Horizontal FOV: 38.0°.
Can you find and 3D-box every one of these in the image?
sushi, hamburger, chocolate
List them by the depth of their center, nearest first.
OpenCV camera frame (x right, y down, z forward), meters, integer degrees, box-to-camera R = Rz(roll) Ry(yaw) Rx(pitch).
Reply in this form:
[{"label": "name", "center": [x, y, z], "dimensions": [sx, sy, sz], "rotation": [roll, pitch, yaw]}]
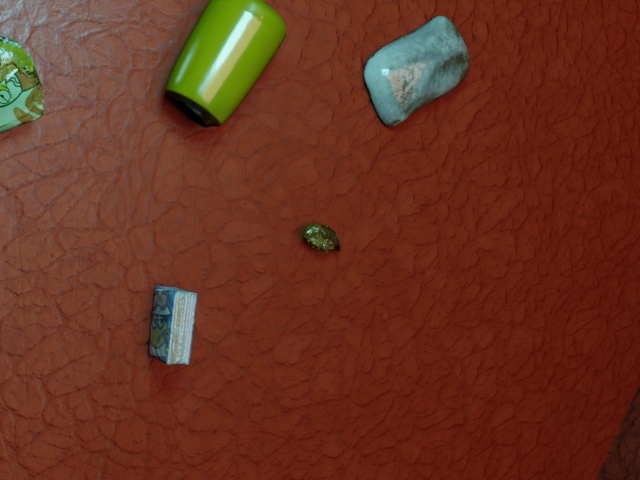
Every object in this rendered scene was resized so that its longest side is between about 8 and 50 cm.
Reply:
[{"label": "hamburger", "center": [-0.627, -0.299, 1.704], "dimensions": [0.214, 0.125, 0.235], "rotation": [-24, 122, -39]}, {"label": "sushi", "center": [0.002, -0.001, 2.174], "dimensions": [0.118, 0.061, 0.060], "rotation": [15, 61, -26]}, {"label": "chocolate", "center": [0.250, -0.416, 2.275], "dimensions": [0.303, 0.100, 0.185], "rotation": [-34, 115, -22]}]

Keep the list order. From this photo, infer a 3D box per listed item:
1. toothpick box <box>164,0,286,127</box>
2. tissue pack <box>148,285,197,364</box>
[{"label": "toothpick box", "center": [-0.206, -0.374, 1.942], "dimensions": [0.175, 0.175, 0.271], "rotation": [36, 79, -30]}, {"label": "tissue pack", "center": [-0.314, 0.179, 1.961], "dimensions": [0.065, 0.115, 0.155], "rotation": [5, 91, -32]}]
